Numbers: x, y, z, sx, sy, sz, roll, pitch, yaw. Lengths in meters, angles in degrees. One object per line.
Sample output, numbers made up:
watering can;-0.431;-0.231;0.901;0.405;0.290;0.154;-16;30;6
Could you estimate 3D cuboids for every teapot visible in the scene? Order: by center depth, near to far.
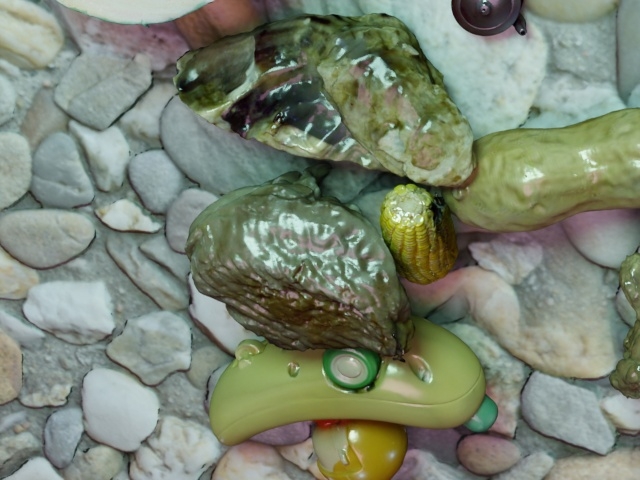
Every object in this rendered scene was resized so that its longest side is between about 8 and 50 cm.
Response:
teapot;0.150;-0.222;1.333;0.100;0.045;0.068;34;122;-8

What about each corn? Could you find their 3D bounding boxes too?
corn;0.095;-0.006;1.410;0.072;0.072;0.203;7;166;11

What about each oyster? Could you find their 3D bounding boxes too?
oyster;0.000;-0.136;1.357;0.294;0.094;0.166;2;84;6

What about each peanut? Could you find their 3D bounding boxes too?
peanut;0.239;-0.065;1.367;0.263;0.117;0.101;-10;117;17

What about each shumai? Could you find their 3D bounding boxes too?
shumai;-0.002;-0.003;1.429;0.218;0.185;0.184;6;141;22

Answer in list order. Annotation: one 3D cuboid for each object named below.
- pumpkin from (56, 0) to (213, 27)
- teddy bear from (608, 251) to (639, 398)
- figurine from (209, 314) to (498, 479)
pumpkin;-0.156;-0.348;1.252;0.263;0.197;0.293;-14;110;8
teddy bear;0.393;0.024;1.363;0.246;0.222;0.296;-6;103;-21
figurine;0.027;0.177;1.574;0.324;0.124;0.222;-18;118;28
